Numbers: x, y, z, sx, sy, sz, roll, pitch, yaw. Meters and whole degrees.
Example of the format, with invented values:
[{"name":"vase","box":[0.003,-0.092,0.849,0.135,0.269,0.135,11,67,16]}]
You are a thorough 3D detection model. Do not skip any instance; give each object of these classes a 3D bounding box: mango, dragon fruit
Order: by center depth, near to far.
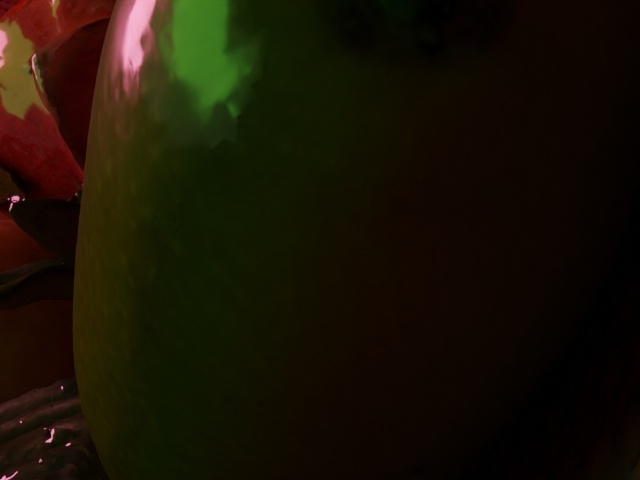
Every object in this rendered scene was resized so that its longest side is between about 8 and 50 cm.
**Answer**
[{"name":"mango","box":[0.000,0.000,0.488,0.343,0.156,0.192,113,174,-54]},{"name":"dragon fruit","box":[-0.100,-0.060,1.121,0.305,0.226,0.305,-33,-29,-21]}]

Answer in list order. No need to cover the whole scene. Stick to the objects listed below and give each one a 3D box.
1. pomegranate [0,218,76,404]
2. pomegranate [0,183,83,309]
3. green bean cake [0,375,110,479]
[{"name":"pomegranate","box":[-0.179,0.160,0.921,0.342,0.343,0.342,-163,90,-83]},{"name":"pomegranate","box":[-0.052,0.020,0.705,0.152,0.191,0.131,134,156,-68]},{"name":"green bean cake","box":[-0.105,0.177,0.663,0.227,0.125,0.222,-135,20,-79]}]
